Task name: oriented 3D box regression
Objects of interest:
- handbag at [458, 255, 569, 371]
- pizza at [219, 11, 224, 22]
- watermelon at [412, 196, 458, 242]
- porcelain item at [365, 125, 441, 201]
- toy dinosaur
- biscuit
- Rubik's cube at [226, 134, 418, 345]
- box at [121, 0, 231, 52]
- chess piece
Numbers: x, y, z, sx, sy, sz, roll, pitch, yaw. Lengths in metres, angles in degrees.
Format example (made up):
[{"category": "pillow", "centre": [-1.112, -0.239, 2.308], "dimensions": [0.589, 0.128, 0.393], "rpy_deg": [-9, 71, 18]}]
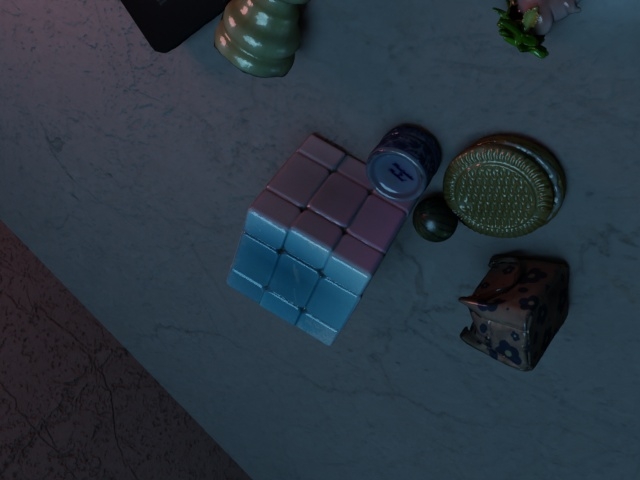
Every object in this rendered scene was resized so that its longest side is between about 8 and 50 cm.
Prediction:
[{"category": "handbag", "centre": [0.444, 0.154, 1.615], "dimensions": [0.193, 0.251, 0.190], "rpy_deg": [12, 128, 37]}, {"category": "pizza", "centre": [-0.202, -0.485, 1.569], "dimensions": [0.029, 0.100, 0.099], "rpy_deg": [18, 120, 11]}, {"category": "watermelon", "centre": [0.278, -0.046, 1.646], "dimensions": [0.133, 0.105, 0.105], "rpy_deg": [17, 153, -39]}, {"category": "porcelain item", "centre": [0.187, -0.174, 1.569], "dimensions": [0.147, 0.114, 0.147], "rpy_deg": [19, 138, 19]}, {"category": "toy dinosaur", "centre": [0.394, -0.414, 1.198], "dimensions": [0.194, 0.152, 0.177], "rpy_deg": [26, 130, 1]}, {"category": "biscuit", "centre": [0.394, -0.111, 1.517], "dimensions": [0.259, 0.079, 0.259], "rpy_deg": [18, 136, 18]}, {"category": "Rubik's cube", "centre": [0.000, 0.000, 1.702], "dimensions": [0.316, 0.319, 0.322], "rpy_deg": [31, 139, 4]}, {"category": "box", "centre": [-0.349, -0.591, 1.550], "dimensions": [0.290, 0.073, 0.289], "rpy_deg": [-21, 108, 43]}, {"category": "chess piece", "centre": [-0.083, -0.510, 1.410], "dimensions": [0.182, 0.182, 0.330], "rpy_deg": [34, 134, 1]}]
